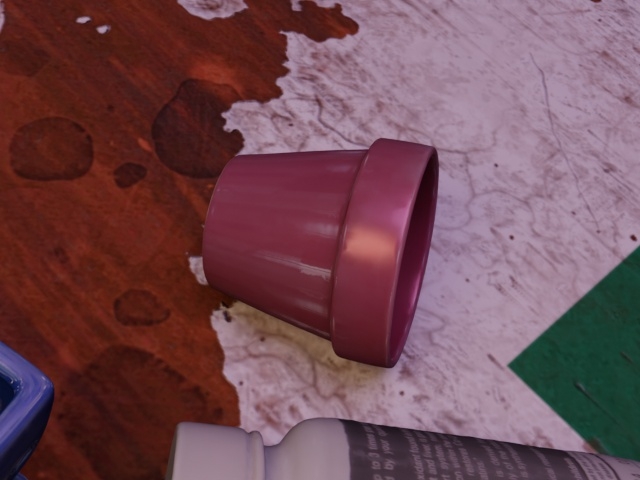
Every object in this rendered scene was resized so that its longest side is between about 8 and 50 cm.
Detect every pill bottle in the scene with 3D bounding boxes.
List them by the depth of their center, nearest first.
[{"bbox_3d":[0.063,0.239,0.690,0.361,0.204,0.204,10,53,-9],"label":"pill bottle"}]

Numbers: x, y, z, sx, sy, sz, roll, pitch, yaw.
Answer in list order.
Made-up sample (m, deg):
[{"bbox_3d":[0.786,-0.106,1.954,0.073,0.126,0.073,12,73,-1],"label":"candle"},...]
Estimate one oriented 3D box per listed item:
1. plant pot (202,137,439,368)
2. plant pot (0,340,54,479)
[{"bbox_3d":[0.000,0.000,0.868,0.180,0.201,0.201,11,51,13],"label":"plant pot"},{"bbox_3d":[-0.339,0.161,0.635,0.236,0.212,0.236,31,54,8],"label":"plant pot"}]
